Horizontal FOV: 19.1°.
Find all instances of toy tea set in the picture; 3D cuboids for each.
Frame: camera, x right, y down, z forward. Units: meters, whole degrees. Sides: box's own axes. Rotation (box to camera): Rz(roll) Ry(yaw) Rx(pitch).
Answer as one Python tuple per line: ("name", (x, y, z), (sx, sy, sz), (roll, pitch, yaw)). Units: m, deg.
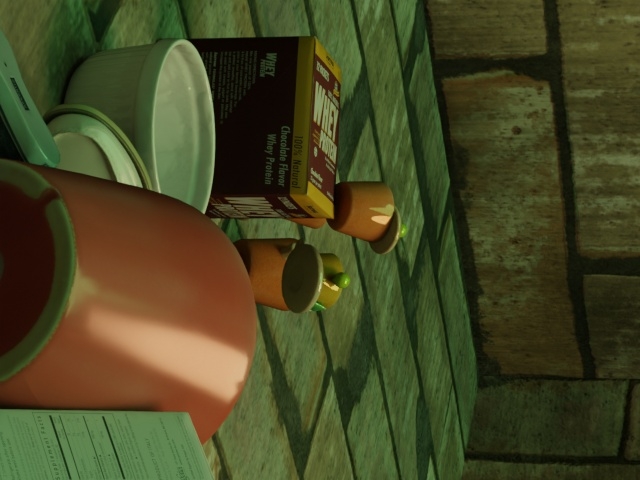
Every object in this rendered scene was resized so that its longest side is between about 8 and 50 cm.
("toy tea set", (0.000, 0.000, 2.383), (0.124, 0.336, 0.200), (8, 91, -33))

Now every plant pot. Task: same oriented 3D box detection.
("plant pot", (-0.225, 0.055, 1.598), (0.243, 0.275, 0.275), (32, 58, -61))

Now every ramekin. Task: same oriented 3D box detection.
("ramekin", (-0.192, -0.107, 1.989), (0.207, 0.109, 0.207), (-1, 90, -75))

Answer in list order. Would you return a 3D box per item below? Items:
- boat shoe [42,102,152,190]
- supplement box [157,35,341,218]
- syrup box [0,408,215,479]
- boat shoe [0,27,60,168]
("boat shoe", (-0.221, 0.014, 1.865), (0.103, 0.113, 0.302), (-79, 164, -55))
("supplement box", (-0.086, -0.129, 2.225), (0.129, 0.194, 0.191), (40, 51, -71))
("syrup box", (-0.210, 0.196, 1.505), (0.093, 0.237, 0.096), (-55, -134, 36))
("boat shoe", (-0.304, -0.127, 1.659), (0.183, 0.083, 0.065), (64, 12, 7))
